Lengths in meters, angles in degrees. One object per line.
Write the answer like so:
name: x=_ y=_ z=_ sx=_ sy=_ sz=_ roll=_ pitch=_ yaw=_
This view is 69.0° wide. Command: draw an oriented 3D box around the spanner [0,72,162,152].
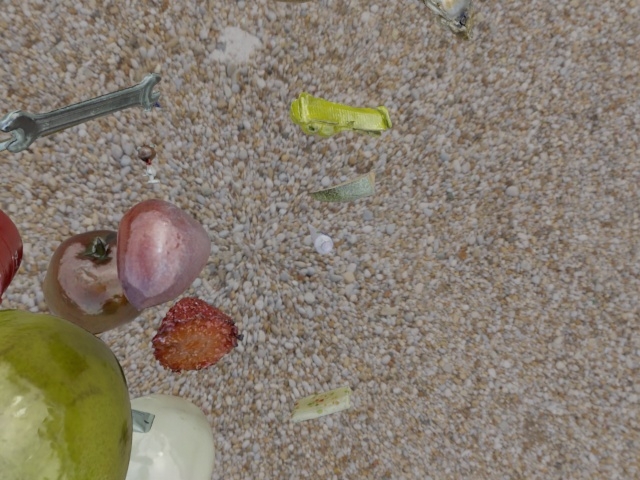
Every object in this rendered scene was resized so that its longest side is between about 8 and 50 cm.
spanner: x=-0.343 y=-0.199 z=0.704 sx=0.017 sy=0.302 sz=0.071 roll=35 pitch=129 yaw=4

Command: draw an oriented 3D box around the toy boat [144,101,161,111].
toy boat: x=-0.513 y=-0.396 z=1.373 sx=0.083 sy=0.038 sz=0.038 roll=-2 pitch=89 yaw=-15

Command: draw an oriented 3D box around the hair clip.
hair clip: x=0.028 y=-0.200 z=0.748 sx=0.173 sy=0.046 sz=0.072 roll=-5 pitch=72 yaw=-28

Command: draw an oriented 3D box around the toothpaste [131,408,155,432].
toothpaste: x=-0.409 y=0.295 z=0.811 sx=0.233 sy=0.060 sz=0.038 roll=19 pitch=94 yaw=-15

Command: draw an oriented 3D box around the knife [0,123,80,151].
knife: x=-0.496 y=-0.170 z=0.767 sx=0.343 sy=0.061 sz=0.027 roll=-31 pitch=118 yaw=-26

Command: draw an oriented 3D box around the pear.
pear: x=-0.327 y=0.224 z=0.464 sx=0.252 sy=0.253 sz=0.307 roll=17 pitch=45 yaw=-7

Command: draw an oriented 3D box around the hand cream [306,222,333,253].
hand cream: x=0.000 y=0.000 z=1.279 sx=0.053 sy=0.142 sz=0.084 roll=-29 pitch=109 yaw=-5

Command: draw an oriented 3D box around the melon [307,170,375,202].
melon: x=0.048 y=-0.130 z=1.172 sx=0.182 sy=0.098 sz=0.054 roll=-16 pitch=115 yaw=15

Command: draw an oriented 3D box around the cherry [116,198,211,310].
cherry: x=-0.175 y=0.011 z=0.530 sx=0.106 sy=0.087 sz=0.126 roll=15 pitch=46 yaw=-39

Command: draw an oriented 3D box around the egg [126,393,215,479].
egg: x=-0.384 y=0.520 z=1.066 sx=0.283 sy=0.345 sz=0.283 roll=-4 pitch=125 yaw=-6

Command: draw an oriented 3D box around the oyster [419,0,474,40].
oyster: x=0.242 y=-0.592 z=1.011 sx=0.166 sy=0.110 sz=0.341 roll=-44 pitch=120 yaw=13

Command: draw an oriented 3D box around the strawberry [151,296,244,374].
strawberry: x=-0.335 y=0.224 z=1.256 sx=0.233 sy=0.178 sz=0.234 roll=-11 pitch=132 yaw=-13

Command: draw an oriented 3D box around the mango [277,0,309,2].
mango: x=-0.075 y=-0.619 z=1.097 sx=0.253 sy=0.138 sz=0.113 roll=-26 pitch=130 yaw=-32

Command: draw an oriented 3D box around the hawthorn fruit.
hawthorn fruit: x=-0.582 y=0.096 z=1.244 sx=0.267 sy=0.301 sz=0.268 roll=15 pitch=47 yaw=-17

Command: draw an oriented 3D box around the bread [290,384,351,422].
bread: x=0.003 y=0.399 z=1.139 sx=0.153 sy=0.068 sz=0.028 roll=-20 pitch=105 yaw=17

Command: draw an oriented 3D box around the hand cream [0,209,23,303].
hand cream: x=-0.568 y=0.029 z=0.702 sx=0.193 sy=0.125 sz=0.193 roll=-7 pitch=121 yaw=-12

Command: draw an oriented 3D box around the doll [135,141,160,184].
doll: x=-0.365 y=-0.162 z=0.987 sx=0.040 sy=0.058 sz=0.085 roll=-11 pitch=76 yaw=-20
